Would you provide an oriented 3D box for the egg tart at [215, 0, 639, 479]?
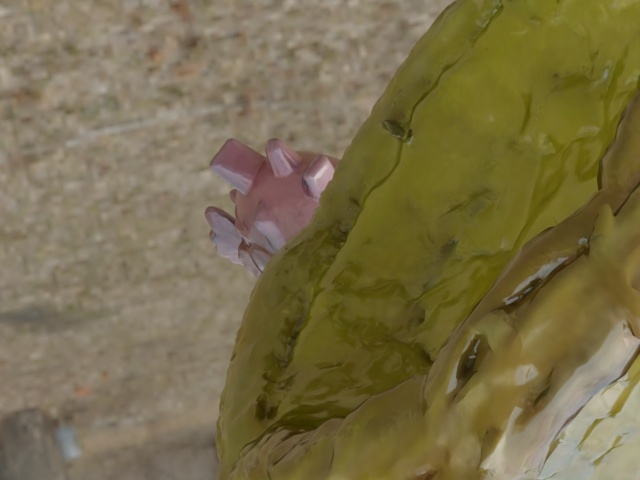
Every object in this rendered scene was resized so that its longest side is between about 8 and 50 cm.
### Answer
[{"bbox_3d":[0.091,0.004,0.621,0.345,0.132,0.345,-47,-166,16],"label":"egg tart"}]

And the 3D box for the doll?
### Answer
[{"bbox_3d":[0.000,0.000,1.284,0.262,0.211,0.093,6,-131,47],"label":"doll"}]
